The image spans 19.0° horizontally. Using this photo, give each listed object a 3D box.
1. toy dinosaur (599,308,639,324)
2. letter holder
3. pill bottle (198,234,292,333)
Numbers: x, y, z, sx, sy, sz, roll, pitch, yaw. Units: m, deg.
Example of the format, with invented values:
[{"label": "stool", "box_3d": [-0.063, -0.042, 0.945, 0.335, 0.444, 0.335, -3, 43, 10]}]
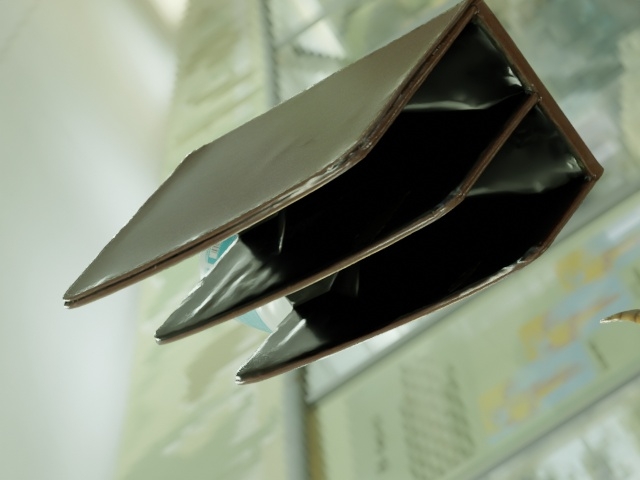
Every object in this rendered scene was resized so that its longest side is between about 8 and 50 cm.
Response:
[{"label": "toy dinosaur", "box_3d": [0.341, 0.094, 1.744, 0.064, 0.112, 0.211, 6, -148, -50]}, {"label": "letter holder", "box_3d": [0.000, 0.000, 1.285, 0.152, 0.302, 0.214, 53, -137, -13]}, {"label": "pill bottle", "box_3d": [-0.029, 0.037, 2.121, 0.146, 0.146, 0.264, 54, 165, -18]}]
